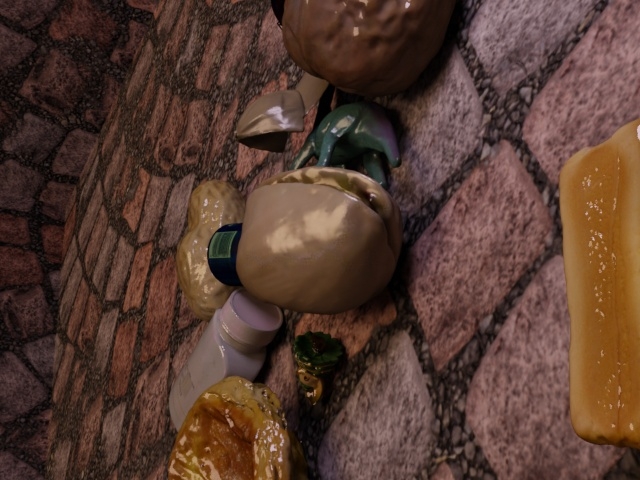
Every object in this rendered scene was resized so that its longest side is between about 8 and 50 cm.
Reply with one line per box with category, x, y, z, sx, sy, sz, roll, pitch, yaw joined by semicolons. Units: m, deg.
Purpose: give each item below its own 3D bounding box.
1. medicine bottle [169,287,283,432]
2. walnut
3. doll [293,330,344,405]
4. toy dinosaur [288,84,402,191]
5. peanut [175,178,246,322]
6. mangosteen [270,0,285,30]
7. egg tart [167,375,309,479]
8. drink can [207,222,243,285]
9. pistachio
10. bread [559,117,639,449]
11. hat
medicine bottle;-0.178;0.225;1.544;0.296;0.111;0.161;-60;30;31
walnut;0.068;-0.355;1.251;0.273;0.227;0.273;-42;36;41
doll;0.001;0.194;1.291;0.078;0.076;0.113;-125;22;-47
toy dinosaur;0.057;-0.218;1.362;0.383;0.129;0.331;-20;50;57
peanut;-0.213;0.012;1.689;0.152;0.152;0.313;-36;44;51
mangosteen;0.024;-0.437;1.454;0.230;0.194;0.194;-43;32;4
egg tart;-0.117;0.386;1.294;0.352;0.150;0.352;-28;55;49
drink can;-0.101;0.024;1.460;0.205;0.118;0.118;-1;74;48
pistachio;0.000;0.000;1.213;0.332;0.208;0.226;-13;110;55
bread;0.287;0.039;0.760;0.142;0.091;0.305;142;137;-61
hat;-0.067;-0.244;1.421;0.166;0.144;0.173;157;120;-71
